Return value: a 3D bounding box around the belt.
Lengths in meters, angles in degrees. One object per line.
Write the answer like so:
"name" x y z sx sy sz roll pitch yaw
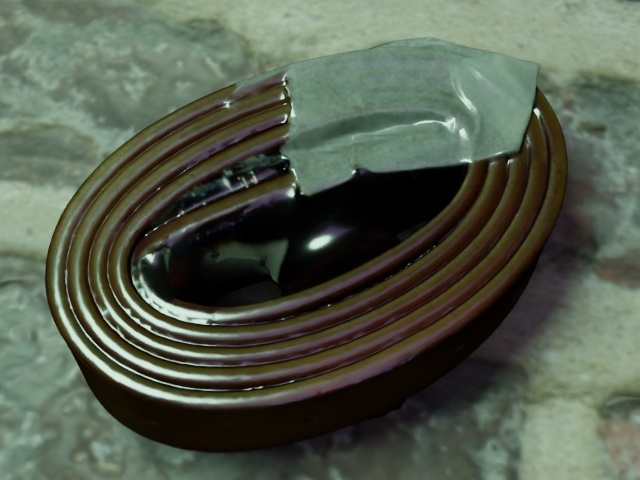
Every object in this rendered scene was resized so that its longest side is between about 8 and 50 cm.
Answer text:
"belt" 0.000 0.000 0.761 0.338 0.122 0.217 -25 70 -11
